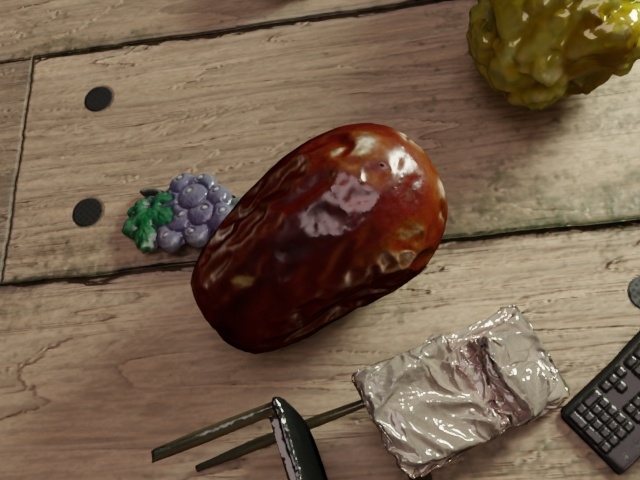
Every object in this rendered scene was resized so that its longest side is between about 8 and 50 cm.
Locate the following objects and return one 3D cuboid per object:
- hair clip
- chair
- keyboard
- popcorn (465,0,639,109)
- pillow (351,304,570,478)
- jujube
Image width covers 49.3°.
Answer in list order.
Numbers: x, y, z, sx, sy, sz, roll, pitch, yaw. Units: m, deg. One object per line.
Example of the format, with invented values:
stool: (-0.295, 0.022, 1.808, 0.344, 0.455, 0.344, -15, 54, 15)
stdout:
hair clip: (-0.190, -0.037, 0.984, 0.195, 0.052, 0.124, -8, 56, 15)
chair: (-0.017, 0.264, 0.753, 0.272, 0.166, 0.188, -22, 66, 0)
keyboard: (0.443, 0.101, 0.792, 0.381, 0.041, 0.103, -43, 67, -3)
popcorn: (0.318, -0.284, 0.914, 0.249, 0.225, 0.250, -6, 75, 23)
pillow: (0.167, 0.163, 0.790, 0.248, 0.049, 0.135, -18, 71, -21)
jujube: (0.000, 0.000, 0.838, 0.318, 0.223, 0.223, -37, 66, 5)
